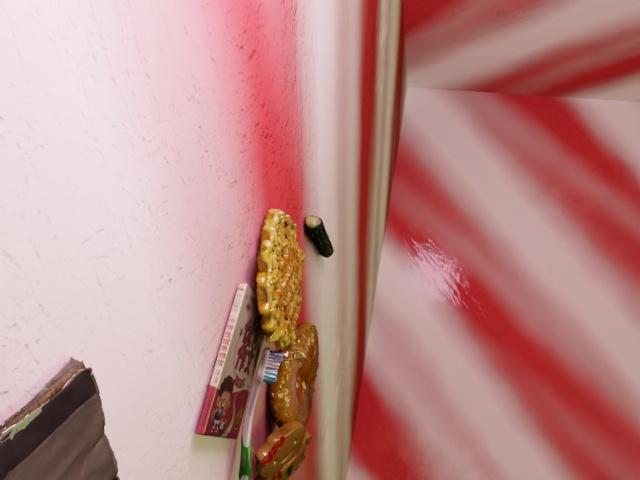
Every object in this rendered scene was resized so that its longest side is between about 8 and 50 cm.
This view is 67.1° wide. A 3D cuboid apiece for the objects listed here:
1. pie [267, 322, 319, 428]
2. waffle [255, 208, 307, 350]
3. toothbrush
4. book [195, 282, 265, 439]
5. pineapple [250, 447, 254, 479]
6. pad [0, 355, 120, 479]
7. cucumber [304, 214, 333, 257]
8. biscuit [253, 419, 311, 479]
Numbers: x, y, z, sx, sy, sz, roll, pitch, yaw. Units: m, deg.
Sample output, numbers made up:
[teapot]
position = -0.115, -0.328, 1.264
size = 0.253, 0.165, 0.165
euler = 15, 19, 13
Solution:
[pie]
position = -0.054, 0.316, 1.120
size = 0.273, 0.069, 0.274
euler = 4, 90, -78
[waffle]
position = -0.071, 0.075, 0.888
size = 0.254, 0.052, 0.245
euler = 72, 19, -64
[toothbrush]
position = -0.137, 0.395, 0.854
size = 0.042, 0.040, 0.418
euler = -179, -75, -84
[book]
position = -0.136, 0.204, 0.797
size = 0.162, 0.022, 0.232
euler = 73, 29, -64
[pineapple]
position = -0.140, 0.439, 0.929
size = 0.045, 0.019, 0.083
euler = -61, 159, -64
[pad]
position = -0.241, 0.223, 0.366
size = 0.233, 0.022, 0.174
euler = -57, 152, -59
[cucumber]
position = 0.001, 0.000, 1.213
size = 0.257, 0.043, 0.044
euler = 64, 41, -69
[biscuit]
position = -0.078, 0.461, 1.025
size = 0.166, 0.036, 0.226
euler = -34, 143, -34
